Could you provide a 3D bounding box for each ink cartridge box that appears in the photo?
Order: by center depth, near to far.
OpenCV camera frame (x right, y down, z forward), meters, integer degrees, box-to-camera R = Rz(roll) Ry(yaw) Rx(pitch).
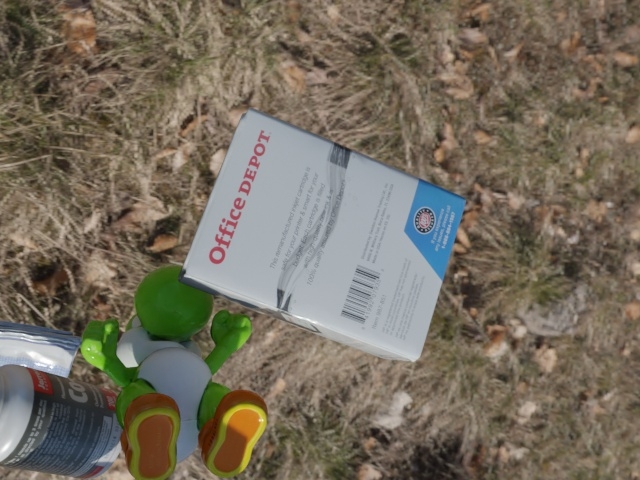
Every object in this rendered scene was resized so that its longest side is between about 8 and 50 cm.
[{"bbox_3d":[0.000,0.000,0.953,0.307,0.129,0.223,22,77,-11],"label":"ink cartridge box"}]

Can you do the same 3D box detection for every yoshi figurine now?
[{"bbox_3d":[-0.191,0.141,0.964,0.203,0.362,0.203,-37,116,-7],"label":"yoshi figurine"}]

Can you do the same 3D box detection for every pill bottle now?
[{"bbox_3d":[-0.480,0.299,1.235,0.283,0.161,0.161,32,74,-47],"label":"pill bottle"}]

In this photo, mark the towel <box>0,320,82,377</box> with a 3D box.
[{"bbox_3d":[-0.614,0.271,1.487,0.209,0.034,0.285,15,125,-23],"label":"towel"}]
